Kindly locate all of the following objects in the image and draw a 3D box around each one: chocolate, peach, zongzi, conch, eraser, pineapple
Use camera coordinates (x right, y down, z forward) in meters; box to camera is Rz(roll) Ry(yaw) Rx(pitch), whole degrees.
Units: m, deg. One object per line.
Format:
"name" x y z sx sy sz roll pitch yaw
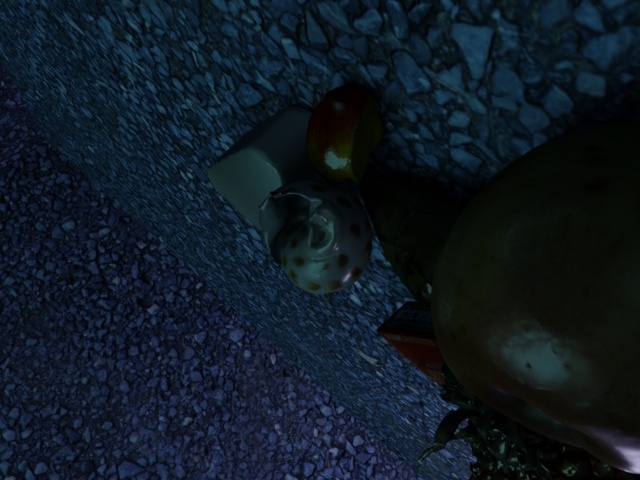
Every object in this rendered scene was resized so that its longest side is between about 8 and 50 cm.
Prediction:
"chocolate" 0.273 0.225 1.177 0.235 0.108 0.237 41 162 -16
"peach" 0.033 -0.160 0.879 0.118 0.151 0.151 34 161 -13
"zongzi" 0.208 0.035 0.946 0.323 0.160 0.360 44 -178 -33
"conch" 0.000 0.000 0.966 0.182 0.148 0.275 39 143 18
"eraser" -0.051 -0.087 1.139 0.331 0.150 0.331 37 156 20
"pineapple" 0.261 0.250 0.798 0.271 0.262 0.262 44 161 -24

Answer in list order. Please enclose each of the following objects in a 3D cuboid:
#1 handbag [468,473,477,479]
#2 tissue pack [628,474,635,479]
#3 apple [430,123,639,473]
"handbag" 0.495 0.518 1.121 0.401 0.283 0.133 21 155 41
"tissue pack" 0.445 0.352 0.905 0.145 0.274 0.194 46 160 -12
"apple" 0.286 0.050 0.596 0.338 0.305 0.338 28 165 8
